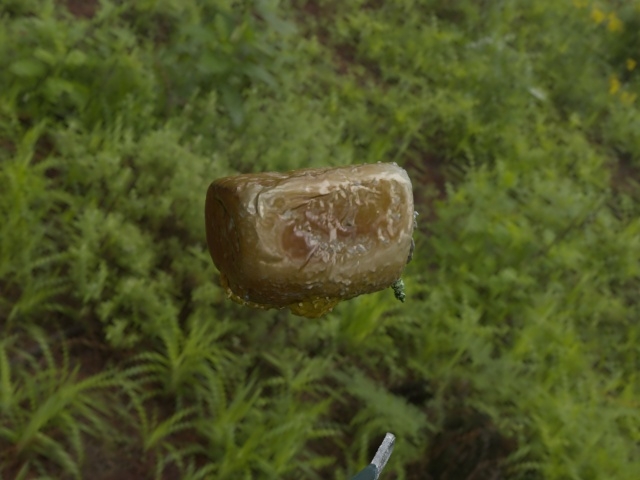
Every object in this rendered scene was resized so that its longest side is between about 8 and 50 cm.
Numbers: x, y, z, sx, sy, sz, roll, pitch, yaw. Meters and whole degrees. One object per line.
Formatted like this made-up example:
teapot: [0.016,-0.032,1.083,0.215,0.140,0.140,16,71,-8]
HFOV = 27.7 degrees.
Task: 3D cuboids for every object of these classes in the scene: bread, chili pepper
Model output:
bread: [0.000,0.000,1.539,0.246,0.176,0.195,-8,8,-19]
chili pepper: [0.114,0.059,1.984,0.027,0.083,0.022,-4,30,22]

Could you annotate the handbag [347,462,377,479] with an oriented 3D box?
handbag: [0.009,0.350,1.535,0.057,0.144,0.221,61,12,-4]

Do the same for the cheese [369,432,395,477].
cheese: [0.040,0.400,1.882,0.082,0.163,0.286,24,60,12]
